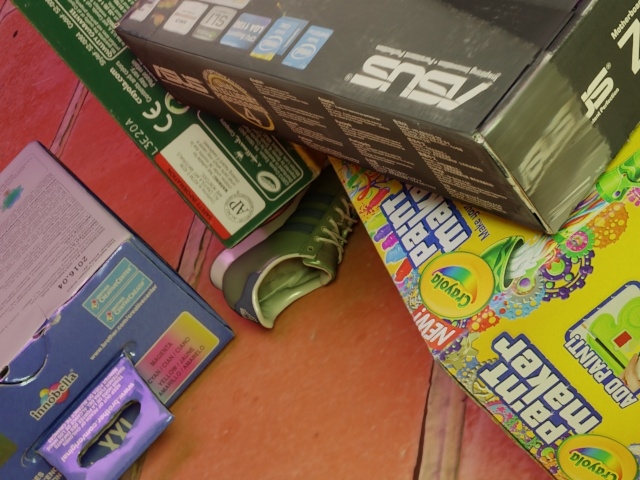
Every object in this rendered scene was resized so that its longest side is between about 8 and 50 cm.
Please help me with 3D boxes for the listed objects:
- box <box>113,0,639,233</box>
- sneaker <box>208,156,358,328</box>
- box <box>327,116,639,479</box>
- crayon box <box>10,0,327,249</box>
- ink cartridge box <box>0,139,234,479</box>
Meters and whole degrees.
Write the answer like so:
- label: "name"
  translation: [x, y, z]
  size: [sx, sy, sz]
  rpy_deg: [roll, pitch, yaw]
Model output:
- label: "box"
  translation: [0.085, -0.191, 0.956]
  size: [0.318, 0.097, 0.395]
  rpy_deg: [-52, 38, -11]
- label: "sneaker"
  translation: [0.000, 0.000, 1.257]
  size: [0.192, 0.064, 0.086]
  rpy_deg: [-40, 43, 1]
- label: "box"
  translation: [0.186, -0.036, 0.953]
  size: [0.279, 0.177, 0.290]
  rpy_deg: [-41, 30, 9]
- label: "crayon box"
  translation: [-0.143, -0.184, 1.258]
  size: [0.106, 0.363, 0.313]
  rpy_deg: [-40, 6, 8]
- label: "ink cartridge box"
  translation: [-0.254, 0.095, 1.351]
  size: [0.270, 0.151, 0.395]
  rpy_deg: [-47, 28, -4]
